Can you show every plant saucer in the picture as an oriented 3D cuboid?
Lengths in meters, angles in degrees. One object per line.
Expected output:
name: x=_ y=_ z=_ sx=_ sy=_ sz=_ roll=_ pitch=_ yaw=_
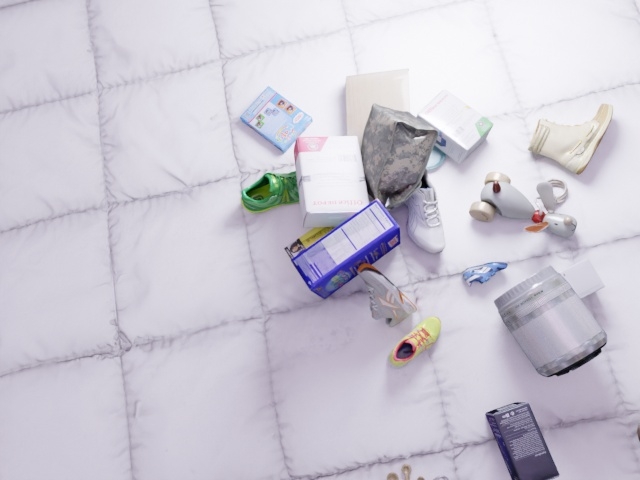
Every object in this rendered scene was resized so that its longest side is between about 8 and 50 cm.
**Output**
plant saucer: x=0.368 y=-0.296 z=1.963 sx=0.119 sy=0.021 sz=0.119 roll=-2 pitch=74 yaw=7

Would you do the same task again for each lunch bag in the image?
lunch bag: x=0.224 y=-0.256 z=1.815 sx=0.168 sy=0.235 sz=0.287 roll=10 pitch=112 yaw=-19

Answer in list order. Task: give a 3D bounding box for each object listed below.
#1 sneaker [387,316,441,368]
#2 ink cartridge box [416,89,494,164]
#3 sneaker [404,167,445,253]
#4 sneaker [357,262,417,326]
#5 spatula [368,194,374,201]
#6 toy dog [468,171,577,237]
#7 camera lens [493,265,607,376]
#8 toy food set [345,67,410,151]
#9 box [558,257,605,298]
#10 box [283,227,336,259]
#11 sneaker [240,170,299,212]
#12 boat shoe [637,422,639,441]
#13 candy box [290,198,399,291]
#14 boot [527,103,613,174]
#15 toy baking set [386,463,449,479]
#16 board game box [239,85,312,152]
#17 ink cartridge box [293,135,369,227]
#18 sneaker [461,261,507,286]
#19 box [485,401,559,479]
sneaker: x=0.295 y=0.313 z=1.761 sx=0.208 sy=0.094 sz=0.081 roll=-44 pitch=72 yaw=-8
ink cartridge box: x=0.444 y=-0.385 z=1.930 sx=0.212 sy=0.093 sz=0.154 roll=41 pitch=70 yaw=14
sneaker: x=0.332 y=-0.101 z=1.848 sx=0.111 sy=0.129 sz=0.297 roll=-13 pitch=74 yaw=-17
sneaker: x=0.184 y=0.178 z=1.752 sx=0.121 sy=0.262 sz=0.099 roll=-46 pitch=29 yaw=1
spatula: x=0.117 y=-0.108 z=1.946 sx=0.242 sy=0.019 sz=0.168 roll=1 pitch=75 yaw=11
toy dog: x=0.643 y=-0.120 z=1.806 sx=0.333 sy=0.161 sz=0.220 roll=2 pitch=75 yaw=8
camera lens: x=0.668 y=0.240 z=1.670 sx=0.219 sy=0.219 sz=0.274 roll=-30 pitch=73 yaw=-2
toy food set: x=0.204 y=-0.444 z=1.994 sx=0.219 sy=0.092 sz=0.306 roll=-4 pitch=81 yaw=12
box: x=0.788 y=0.126 z=1.756 sx=0.101 sy=0.087 sz=0.102 roll=-26 pitch=73 yaw=-1
box: x=0.000 y=0.000 z=1.898 sx=0.232 sy=0.058 sz=0.087 roll=-33 pitch=73 yaw=1
sneaker: x=-0.131 y=-0.177 z=1.938 sx=0.295 sy=0.123 sz=0.109 roll=-23 pitch=72 yaw=-1
boat shoe: x=1.055 y=0.510 z=1.598 sx=0.324 sy=0.116 sz=0.123 roll=-16 pitch=73 yaw=2
candy box: x=0.089 y=0.033 z=1.766 sx=0.317 sy=0.268 sz=0.122 roll=-35 pitch=75 yaw=1
boot: x=0.823 y=-0.369 z=1.893 sx=0.203 sy=0.095 sz=0.262 roll=28 pitch=84 yaw=15
toy baking set: x=0.287 y=0.768 z=1.665 sx=0.256 sy=0.030 sz=0.197 roll=14 pitch=76 yaw=11
board game box: x=-0.159 y=-0.435 z=2.059 sx=0.211 sy=0.039 sz=0.160 roll=38 pitch=82 yaw=16
ink cartridge box: x=0.031 y=-0.189 z=1.849 sx=0.207 sy=0.117 sz=0.283 roll=-2 pitch=65 yaw=-11
sneaker: x=0.523 y=0.105 z=1.815 sx=0.144 sy=0.053 sz=0.059 roll=-16 pitch=72 yaw=11
box: x=0.565 y=0.573 z=1.623 sx=0.108 sy=0.153 sz=0.207 roll=-20 pitch=72 yaw=1
